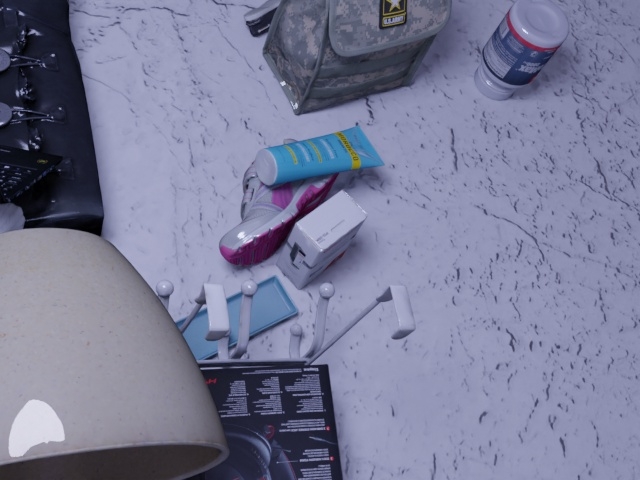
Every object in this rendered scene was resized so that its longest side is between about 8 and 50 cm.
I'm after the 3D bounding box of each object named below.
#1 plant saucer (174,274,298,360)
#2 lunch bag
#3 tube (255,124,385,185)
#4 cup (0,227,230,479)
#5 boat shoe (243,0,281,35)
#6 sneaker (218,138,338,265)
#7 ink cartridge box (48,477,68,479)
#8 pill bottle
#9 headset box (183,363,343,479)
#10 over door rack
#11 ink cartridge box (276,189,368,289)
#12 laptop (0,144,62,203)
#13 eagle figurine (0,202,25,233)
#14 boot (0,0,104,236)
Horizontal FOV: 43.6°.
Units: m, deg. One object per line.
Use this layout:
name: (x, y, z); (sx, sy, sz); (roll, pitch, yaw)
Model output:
plant saucer: (-0.128, 0.116, 1.132); (0.192, 0.018, 0.067); (-25, 73, -27)
lunch bag: (0.066, -0.357, 1.278); (0.235, 0.287, 0.168); (-20, 71, -25)
tube: (0.001, -0.124, 1.182); (0.207, 0.052, 0.080); (-17, 71, -38)
cup: (-0.275, 0.128, 0.793); (0.331, 0.331, 0.236); (-6, 67, -19)
boat shoe: (-0.081, -0.398, 1.398); (0.046, 0.038, 0.125); (13, 42, 40)
sneaker: (-0.078, -0.061, 1.197); (0.111, 0.103, 0.252); (38, 51, 6)
ink cartridge box: (-0.300, 0.322, 0.933); (0.153, 0.087, 0.208); (18, 59, -8)
pill bottle: (0.346, -0.332, 1.410); (0.108, 0.180, 0.107); (7, 62, -13)
headset box: (-0.087, 0.311, 0.989); (0.218, 0.110, 0.293); (-1, 64, -17)
over door rack: (-0.068, 0.090, 0.966); (0.240, 0.324, 0.108); (2, 74, -25)
ink cartridge box: (0.000, 0.000, 1.161); (0.099, 0.135, 0.056); (-37, 78, -29)
laptop: (-0.442, -0.130, 0.884); (0.235, 0.136, 0.264); (11, 23, 0)
eagle figurine: (-0.452, 0.104, 0.910); (0.226, 0.225, 0.298); (-1, 66, -39)
boot: (-0.510, -0.186, 1.116); (0.367, 0.146, 0.444); (-10, 77, -7)
